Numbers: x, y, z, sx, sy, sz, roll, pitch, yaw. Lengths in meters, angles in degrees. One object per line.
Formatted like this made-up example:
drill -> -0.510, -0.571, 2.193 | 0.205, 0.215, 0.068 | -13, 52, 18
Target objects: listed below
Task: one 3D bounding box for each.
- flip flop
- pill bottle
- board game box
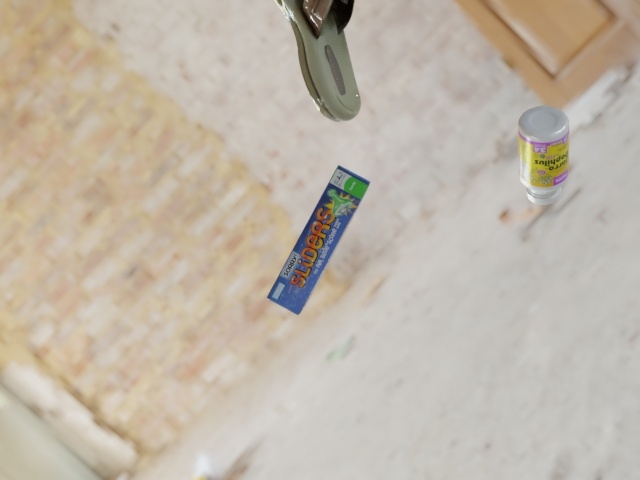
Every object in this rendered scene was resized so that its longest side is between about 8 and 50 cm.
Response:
flip flop -> 0.004, -0.277, 2.061 | 0.080, 0.277, 0.112 | -12, 10, 33
pill bottle -> 0.191, -0.071, 1.483 | 0.043, 0.043, 0.083 | -54, -30, -38
board game box -> 0.000, 0.000, 1.625 | 0.136, 0.035, 0.201 | -62, -1, 0
